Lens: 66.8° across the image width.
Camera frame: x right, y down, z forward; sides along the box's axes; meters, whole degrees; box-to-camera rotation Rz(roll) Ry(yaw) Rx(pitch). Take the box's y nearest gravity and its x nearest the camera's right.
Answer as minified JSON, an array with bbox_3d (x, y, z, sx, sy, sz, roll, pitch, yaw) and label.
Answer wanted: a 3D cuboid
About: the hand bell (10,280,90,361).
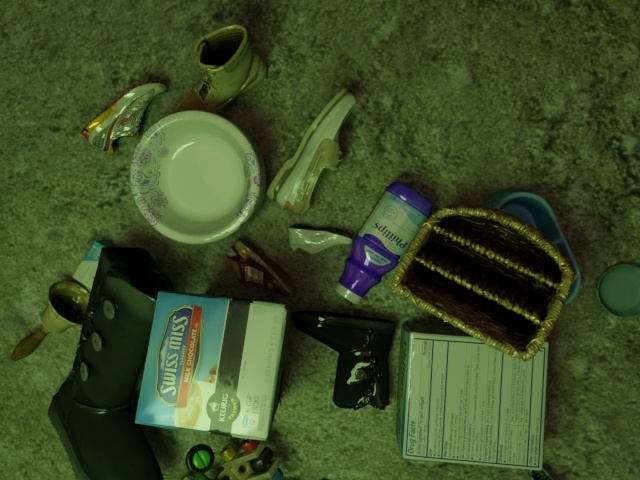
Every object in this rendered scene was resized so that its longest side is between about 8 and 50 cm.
[{"bbox_3d":[-0.663,0.217,1.160,0.242,0.126,0.126,-39,87,14],"label":"hand bell"}]

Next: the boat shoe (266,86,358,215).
[{"bbox_3d":[0.002,-0.196,1.102,0.103,0.113,0.302,36,103,2],"label":"boat shoe"}]

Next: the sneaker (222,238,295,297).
[{"bbox_3d":[-0.143,0.081,1.133,0.185,0.069,0.084,42,102,9],"label":"sneaker"}]

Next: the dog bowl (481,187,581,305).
[{"bbox_3d":[0.467,0.022,1.080,0.166,0.074,0.297,-24,88,4],"label":"dog bowl"}]

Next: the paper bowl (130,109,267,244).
[{"bbox_3d":[-0.260,-0.139,1.087,0.284,0.148,0.284,1,96,5],"label":"paper bowl"}]

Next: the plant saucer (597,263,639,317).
[{"bbox_3d":[0.679,0.113,1.090,0.119,0.021,0.119,0,91,4],"label":"plant saucer"}]

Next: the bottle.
[{"bbox_3d":[0.134,0.009,1.094,0.118,0.092,0.283,34,92,-3],"label":"bottle"}]

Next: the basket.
[{"bbox_3d":[0.331,0.055,0.961,0.299,0.223,0.214,30,111,21],"label":"basket"}]

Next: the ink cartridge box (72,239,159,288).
[{"bbox_3d":[-0.475,0.090,1.154,0.181,0.061,0.104,32,93,3],"label":"ink cartridge box"}]

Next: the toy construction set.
[{"bbox_3d":[-0.193,0.576,1.096,0.308,0.237,0.257,26,61,-13],"label":"toy construction set"}]

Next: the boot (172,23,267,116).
[{"bbox_3d":[-0.245,-0.349,1.066,0.262,0.203,0.095,-34,88,4],"label":"boot"}]

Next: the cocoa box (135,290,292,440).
[{"bbox_3d":[-0.188,0.232,0.972,0.227,0.347,0.232,8,81,0],"label":"cocoa box"}]

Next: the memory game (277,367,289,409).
[{"bbox_3d":[-0.164,0.335,1.157,0.186,0.012,0.186,0,91,4],"label":"memory game"}]

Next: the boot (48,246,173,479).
[{"bbox_3d":[-0.399,0.283,1.025,0.367,0.146,0.445,34,104,24],"label":"boot"}]

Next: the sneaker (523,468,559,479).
[{"bbox_3d":[0.506,0.547,1.085,0.135,0.058,0.052,42,93,2],"label":"sneaker"}]

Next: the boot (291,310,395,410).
[{"bbox_3d":[0.045,0.272,1.099,0.246,0.094,0.207,8,87,-2],"label":"boot"}]

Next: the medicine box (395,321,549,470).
[{"bbox_3d":[0.319,0.325,1.053,0.289,0.149,0.264,3,90,5],"label":"medicine box"}]

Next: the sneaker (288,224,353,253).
[{"bbox_3d":[0.000,0.000,1.130,0.152,0.054,0.061,5,104,8],"label":"sneaker"}]

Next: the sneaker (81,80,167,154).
[{"bbox_3d":[-0.449,-0.294,1.152,0.225,0.088,0.093,-40,108,3],"label":"sneaker"}]
